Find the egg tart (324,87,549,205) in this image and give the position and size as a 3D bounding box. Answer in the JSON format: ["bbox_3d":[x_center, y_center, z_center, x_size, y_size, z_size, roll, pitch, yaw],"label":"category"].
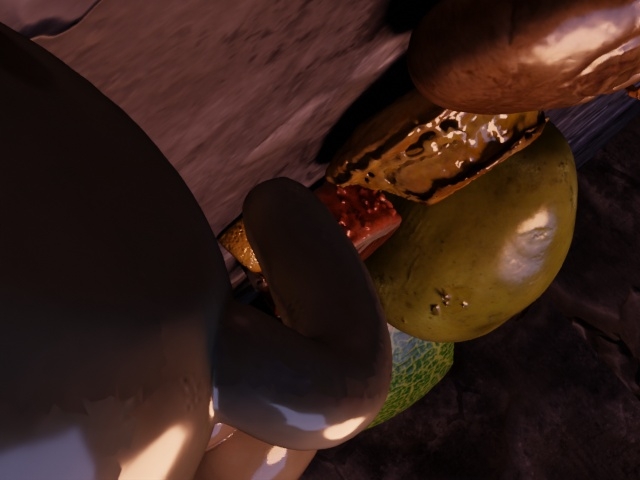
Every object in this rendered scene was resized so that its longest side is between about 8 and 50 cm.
[{"bbox_3d":[0.116,-0.101,1.269,0.241,0.106,0.241,-36,179,-1],"label":"egg tart"}]

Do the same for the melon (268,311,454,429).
[{"bbox_3d":[0.009,0.123,1.810,0.331,0.226,0.343,4,164,-8],"label":"melon"}]

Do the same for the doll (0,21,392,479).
[{"bbox_3d":[-0.184,0.071,0.473,0.370,0.226,0.215,-33,-155,16],"label":"doll"}]

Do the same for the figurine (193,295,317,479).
[{"bbox_3d":[-0.073,0.164,1.487,0.248,0.203,0.381,-41,173,35],"label":"figurine"}]

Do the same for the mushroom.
[{"bbox_3d":[0.189,-0.174,1.047,0.278,0.146,0.278,-22,-176,2],"label":"mushroom"}]

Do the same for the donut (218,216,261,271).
[{"bbox_3d":[-0.064,0.001,1.276,0.038,0.067,0.083,-47,-156,-2],"label":"donut"}]

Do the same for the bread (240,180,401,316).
[{"bbox_3d":[0.000,0.000,1.412,0.160,0.073,0.160,-36,170,-7],"label":"bread"}]

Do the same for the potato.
[{"bbox_3d":[0.154,-0.017,1.547,0.216,0.216,0.304,-31,158,-50],"label":"potato"}]

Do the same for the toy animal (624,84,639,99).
[{"bbox_3d":[0.396,-0.260,1.839,0.255,0.114,0.116,-30,-150,-34],"label":"toy animal"}]
